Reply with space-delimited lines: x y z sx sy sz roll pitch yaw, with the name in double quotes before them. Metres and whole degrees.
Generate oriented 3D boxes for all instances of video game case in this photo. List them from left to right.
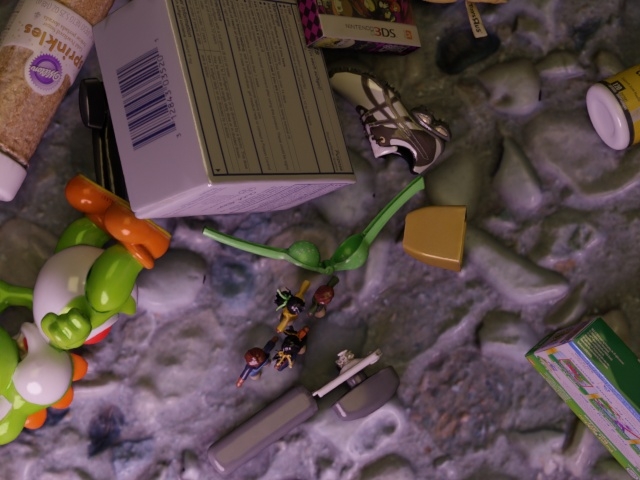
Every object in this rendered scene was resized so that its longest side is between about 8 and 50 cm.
"video game case" 0.038 -0.377 1.798 0.210 0.042 0.232 -3 77 -47

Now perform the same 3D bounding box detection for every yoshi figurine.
"yoshi figurine" -0.369 0.089 1.665 0.203 0.203 0.362 33 89 2

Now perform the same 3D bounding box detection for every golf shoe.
"golf shoe" 0.084 -0.169 1.810 0.198 0.077 0.094 32 80 2

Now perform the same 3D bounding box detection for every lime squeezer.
"lime squeezer" 0.000 0.000 1.767 0.310 0.110 0.059 -13 38 -3

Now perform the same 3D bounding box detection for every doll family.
"doll family" -0.045 0.122 1.732 0.076 0.111 0.193 26 80 0

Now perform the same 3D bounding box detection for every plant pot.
"plant pot" 0.158 -0.006 1.789 0.083 0.081 0.081 6 80 8

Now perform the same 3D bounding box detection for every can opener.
"can opener" -0.299 -0.132 1.786 0.073 0.059 0.186 -7 91 -33
"can opener" -0.022 0.234 1.734 0.280 0.074 0.093 -30 85 -9

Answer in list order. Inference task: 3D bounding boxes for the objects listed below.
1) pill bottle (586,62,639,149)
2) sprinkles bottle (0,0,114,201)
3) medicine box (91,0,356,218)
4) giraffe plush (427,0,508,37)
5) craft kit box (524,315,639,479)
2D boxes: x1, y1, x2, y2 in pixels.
"pill bottle" 0.481 -0.209 1.835 0.184 0.103 0.103 -25 83 -8
"sprinkles bottle" -0.396 -0.233 1.759 0.121 0.121 0.355 25 79 0
"medicine box" -0.121 -0.176 1.683 0.289 0.149 0.263 -4 77 -50
"giraffe plush" 0.216 -0.410 1.794 0.181 0.170 0.210 -32 87 -25
"craft kit box" 0.394 0.218 1.684 0.061 0.246 0.250 -41 86 -13
